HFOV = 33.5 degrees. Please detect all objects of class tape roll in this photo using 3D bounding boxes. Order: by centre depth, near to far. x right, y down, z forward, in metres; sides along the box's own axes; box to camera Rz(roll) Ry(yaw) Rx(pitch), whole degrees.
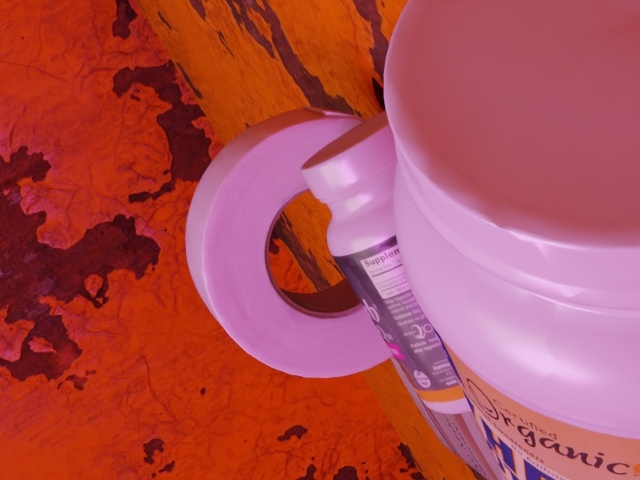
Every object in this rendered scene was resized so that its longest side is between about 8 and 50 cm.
[{"bbox_3d":[0.000,0.000,1.160,0.286,0.286,0.100,60,171,-18],"label":"tape roll"}]

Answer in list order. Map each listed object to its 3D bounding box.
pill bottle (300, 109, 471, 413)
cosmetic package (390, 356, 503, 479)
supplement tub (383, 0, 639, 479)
[{"bbox_3d":[0.106,0.015,1.036,0.278,0.162,0.162,58,171,-10],"label":"pill bottle"},{"bbox_3d":[0.206,0.181,1.181,0.153,0.129,0.296,57,171,-12],"label":"cosmetic package"},{"bbox_3d":[0.163,0.016,0.482,0.228,0.228,0.316,48,172,42],"label":"supplement tub"}]
